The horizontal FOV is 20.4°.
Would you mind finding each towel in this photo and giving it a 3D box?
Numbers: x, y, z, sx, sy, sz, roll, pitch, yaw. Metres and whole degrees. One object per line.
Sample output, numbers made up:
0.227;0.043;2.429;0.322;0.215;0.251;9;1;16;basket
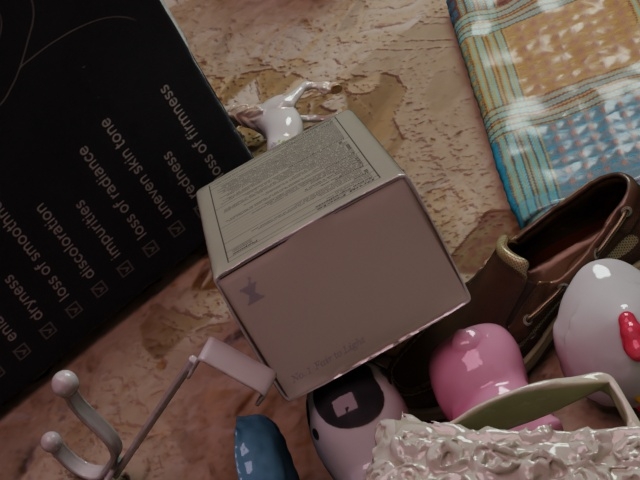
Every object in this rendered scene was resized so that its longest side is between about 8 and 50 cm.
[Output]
0.263;-0.162;1.553;0.271;0.040;0.370;-21;42;8;towel

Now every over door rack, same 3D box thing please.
-0.185;0.202;1.295;0.324;0.108;0.239;-33;26;54;over door rack

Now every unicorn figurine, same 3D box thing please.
-0.028;-0.103;1.641;0.111;0.060;0.162;-13;31;0;unicorn figurine

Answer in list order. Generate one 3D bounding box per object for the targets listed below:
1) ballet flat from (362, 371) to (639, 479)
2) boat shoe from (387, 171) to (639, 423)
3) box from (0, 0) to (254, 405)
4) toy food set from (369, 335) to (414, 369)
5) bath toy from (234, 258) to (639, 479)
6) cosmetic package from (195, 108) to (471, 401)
0.219;0.140;1.147;0.409;0.147;0.147;-6;45;5;ballet flat
0.149;0.035;1.379;0.257;0.095;0.095;-37;42;-8;boat shoe
-0.381;-0.111;1.536;0.472;0.480;0.297;-40;41;-12;box
0.040;0.088;1.446;0.083;0.020;0.082;17;59;40;toy food set
0.108;0.131;1.280;0.348;0.151;0.129;-25;3;1;bath toy
0.000;0.000;1.393;0.160;0.113;0.309;-29;15;2;cosmetic package
